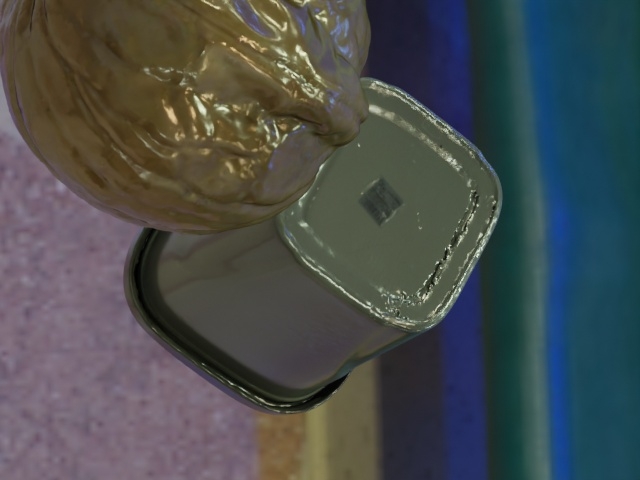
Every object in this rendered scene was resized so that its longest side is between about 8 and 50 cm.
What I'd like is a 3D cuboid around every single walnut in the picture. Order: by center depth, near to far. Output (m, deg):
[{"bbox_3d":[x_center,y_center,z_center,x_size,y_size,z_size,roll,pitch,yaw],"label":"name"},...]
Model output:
[{"bbox_3d":[-0.075,-0.113,1.162,0.228,0.228,0.228,13,75,-59],"label":"walnut"}]

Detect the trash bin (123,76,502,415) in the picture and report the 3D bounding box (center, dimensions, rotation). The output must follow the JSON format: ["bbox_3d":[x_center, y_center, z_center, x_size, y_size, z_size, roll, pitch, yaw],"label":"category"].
[{"bbox_3d":[0.000,0.000,1.594,0.220,0.250,0.219,35,66,-14],"label":"trash bin"}]
